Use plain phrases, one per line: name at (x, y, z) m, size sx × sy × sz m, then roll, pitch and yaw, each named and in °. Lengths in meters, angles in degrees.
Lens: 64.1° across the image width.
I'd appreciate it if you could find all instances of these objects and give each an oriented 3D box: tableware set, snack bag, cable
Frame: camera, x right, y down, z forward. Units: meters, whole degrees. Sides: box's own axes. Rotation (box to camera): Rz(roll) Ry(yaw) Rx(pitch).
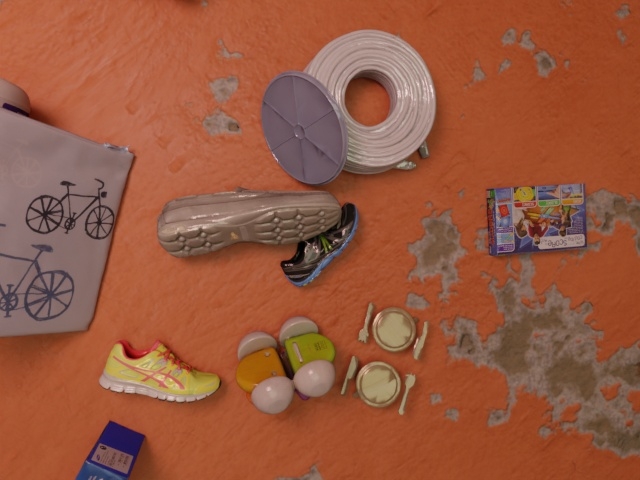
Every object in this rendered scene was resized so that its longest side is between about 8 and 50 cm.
tableware set at (0.127, 0.225, 0.994) m, size 0.128 × 0.039 × 0.194 m, roll 18°, pitch 83°, yaw 2°
snack bag at (-0.442, -0.017, 0.767) m, size 0.037 × 0.323 × 0.343 m, roll 15°, pitch 90°, yaw 23°
cable at (0.084, -0.251, 0.941) m, size 0.257 × 0.089 × 0.257 m, roll -8°, pitch 94°, yaw -9°

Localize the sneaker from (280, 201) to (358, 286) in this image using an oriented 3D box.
sneaker at (0.000, 0.000, 0.947) m, size 0.078 × 0.067 × 0.188 m, roll 43°, pitch 88°, yaw -15°

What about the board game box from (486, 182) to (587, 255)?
board game box at (0.440, -0.043, 1.039) m, size 0.201 × 0.035 × 0.136 m, roll -3°, pitch 93°, yaw -10°

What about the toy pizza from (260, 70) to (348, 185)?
toy pizza at (-0.026, -0.193, 0.885) m, size 0.032 × 0.201 × 0.201 m, roll -33°, pitch 99°, yaw -39°

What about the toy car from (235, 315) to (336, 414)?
toy car at (-0.056, 0.238, 0.921) m, size 0.182 × 0.159 × 0.136 m, roll -20°, pitch 130°, yaw -9°

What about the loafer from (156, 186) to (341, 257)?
loafer at (-0.125, -0.051, 0.896) m, size 0.319 × 0.112 × 0.111 m, roll -6°, pitch 52°, yaw -6°

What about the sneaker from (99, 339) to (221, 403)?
sneaker at (-0.276, 0.226, 0.901) m, size 0.208 × 0.081 × 0.094 m, roll 11°, pitch 88°, yaw -10°

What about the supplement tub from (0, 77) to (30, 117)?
supplement tub at (-0.589, -0.093, 0.753) m, size 0.241 × 0.241 × 0.331 m, roll 12°, pitch 90°, yaw -10°

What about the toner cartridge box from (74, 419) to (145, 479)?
toner cartridge box at (-0.419, 0.495, 0.844) m, size 0.075 × 0.165 × 0.348 m, roll 29°, pitch 87°, yaw -9°
